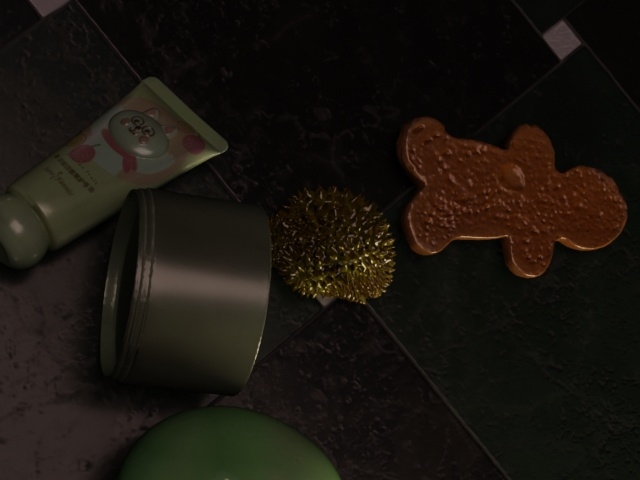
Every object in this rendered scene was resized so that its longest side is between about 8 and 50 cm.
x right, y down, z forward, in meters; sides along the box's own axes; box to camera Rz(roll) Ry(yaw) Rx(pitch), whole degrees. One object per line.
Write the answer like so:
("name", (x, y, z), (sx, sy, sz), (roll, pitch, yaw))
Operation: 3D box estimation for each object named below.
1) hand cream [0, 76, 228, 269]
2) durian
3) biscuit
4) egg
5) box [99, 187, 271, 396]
("hand cream", (-0.267, -0.077, 1.872), (0.306, 0.093, 0.147), (-37, 67, -27))
("durian", (0.000, 0.000, 1.931), (0.208, 0.102, 0.147), (3, 82, -13))
("biscuit", (0.251, -0.051, 2.049), (0.323, 0.049, 0.206), (2, 77, -17))
("egg", (-0.099, 0.299, 1.759), (0.269, 0.220, 0.220), (20, 71, -24))
("box", (-0.158, 0.058, 1.795), (0.149, 0.226, 0.226), (9, 74, -16))
